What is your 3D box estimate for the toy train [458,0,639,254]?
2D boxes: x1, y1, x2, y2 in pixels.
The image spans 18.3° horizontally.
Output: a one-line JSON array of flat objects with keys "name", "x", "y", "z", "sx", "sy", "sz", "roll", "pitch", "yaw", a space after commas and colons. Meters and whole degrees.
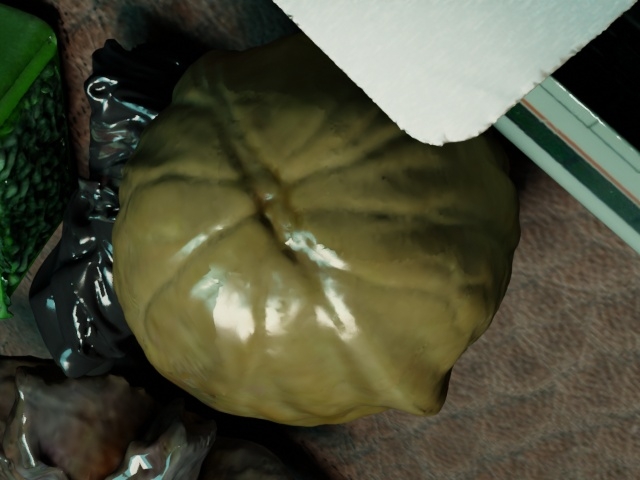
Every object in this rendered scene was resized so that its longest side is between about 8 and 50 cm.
[{"name": "toy train", "x": 0.102, "y": -0.106, "z": 0.996, "sx": 0.407, "sy": 0.086, "sz": 0.088, "roll": 41, "pitch": 151, "yaw": -9}]

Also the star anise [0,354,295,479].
[{"name": "star anise", "x": -0.125, "y": 0.175, "z": 1.431, "sx": 0.332, "sy": 0.117, "sz": 0.331, "roll": 22, "pitch": 161, "yaw": 8}]

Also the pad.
[{"name": "pad", "x": 0.087, "y": -0.172, "z": 0.890, "sx": 0.176, "sy": 0.002, "sz": 0.266, "roll": 44, "pitch": 117, "yaw": -11}]

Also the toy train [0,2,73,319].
[{"name": "toy train", "x": -0.258, "y": -0.064, "z": 1.289, "sx": 0.188, "sy": 0.132, "sz": 0.243, "roll": 21, "pitch": 145, "yaw": 13}]

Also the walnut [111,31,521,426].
[{"name": "walnut", "x": 0.000, "y": 0.000, "z": 1.069, "sx": 0.225, "sy": 0.225, "sz": 0.261, "roll": 22, "pitch": 176, "yaw": 17}]

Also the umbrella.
[{"name": "umbrella", "x": -0.116, "y": -0.009, "z": 1.252, "sx": 0.110, "sy": 0.122, "sz": 0.272, "roll": 15, "pitch": 137, "yaw": -6}]
